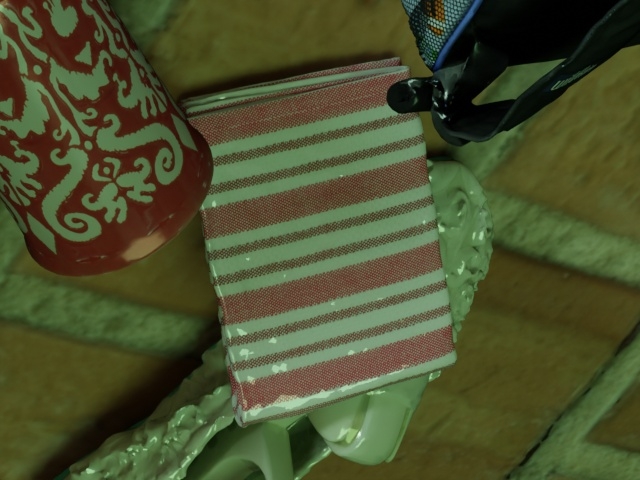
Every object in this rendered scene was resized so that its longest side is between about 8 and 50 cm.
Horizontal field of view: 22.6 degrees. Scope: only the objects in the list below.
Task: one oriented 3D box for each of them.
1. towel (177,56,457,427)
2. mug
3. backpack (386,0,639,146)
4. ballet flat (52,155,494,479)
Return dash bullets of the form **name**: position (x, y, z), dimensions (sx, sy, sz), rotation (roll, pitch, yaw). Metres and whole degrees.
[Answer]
- **towel**: position (0.000, 0.000, 0.941), dimensions (0.144, 0.029, 0.197), rotation (-13, 101, -16)
- **mug**: position (-0.154, -0.068, 0.812), dimensions (0.150, 0.113, 0.169), rotation (-29, 133, -2)
- **backpack**: position (0.161, -0.199, 0.740), dimensions (0.276, 0.213, 0.263), rotation (-20, 172, -17)
- **ballet flat**: position (-0.023, 0.126, 1.041), dimensions (0.409, 0.147, 0.147), rotation (-43, 135, 14)
